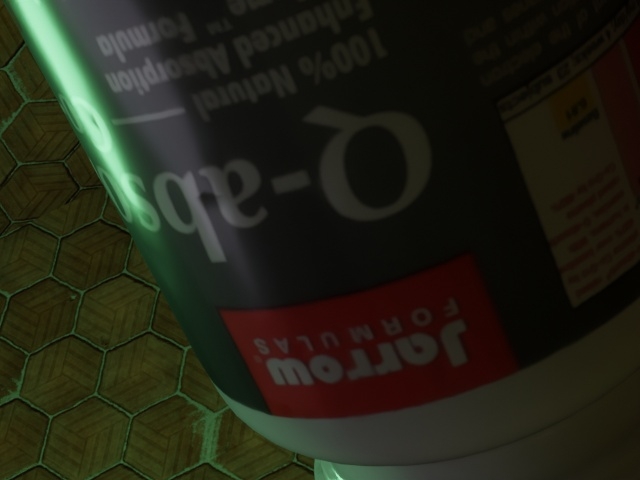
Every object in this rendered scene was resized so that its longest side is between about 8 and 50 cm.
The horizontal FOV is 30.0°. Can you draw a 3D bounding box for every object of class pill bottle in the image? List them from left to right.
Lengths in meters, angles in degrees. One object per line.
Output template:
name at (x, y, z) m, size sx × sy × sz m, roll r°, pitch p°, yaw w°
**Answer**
pill bottle at (0.023, -0.051, 0.441) m, size 0.363 × 0.210 × 0.210 m, roll 65°, pitch 175°, yaw -23°
